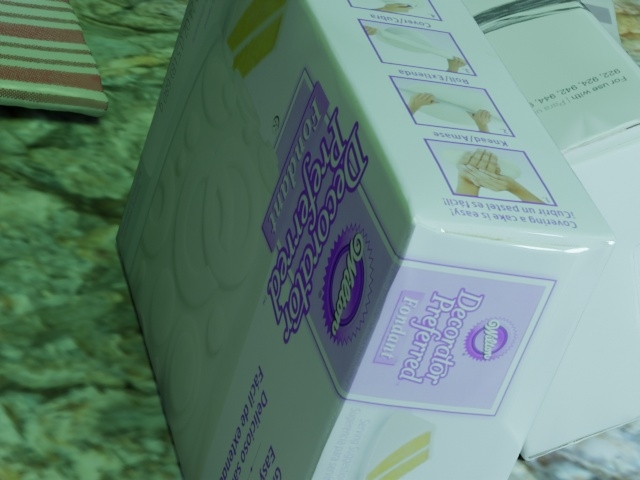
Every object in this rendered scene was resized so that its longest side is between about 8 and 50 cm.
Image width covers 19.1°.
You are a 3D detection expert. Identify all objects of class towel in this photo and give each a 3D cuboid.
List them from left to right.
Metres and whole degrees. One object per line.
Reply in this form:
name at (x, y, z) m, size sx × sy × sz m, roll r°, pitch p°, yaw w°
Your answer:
towel at (-0.224, -0.139, 1.216) m, size 0.144 × 0.029 × 0.197 m, roll 4°, pitch 36°, yaw -26°

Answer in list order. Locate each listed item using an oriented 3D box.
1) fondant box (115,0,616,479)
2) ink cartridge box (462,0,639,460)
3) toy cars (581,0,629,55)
fondant box at (0.000, 0.000, 0.903) m, size 0.096 × 0.238 × 0.330 m, roll 7°, pitch 32°, yaw -23°
ink cartridge box at (0.100, -0.046, 1.056) m, size 0.115 × 0.198 × 0.273 m, roll -21°, pitch 40°, yaw -6°
toy cars at (0.134, -0.148, 1.378) m, size 0.176 × 0.087 × 0.394 m, roll 29°, pitch 31°, yaw 15°
